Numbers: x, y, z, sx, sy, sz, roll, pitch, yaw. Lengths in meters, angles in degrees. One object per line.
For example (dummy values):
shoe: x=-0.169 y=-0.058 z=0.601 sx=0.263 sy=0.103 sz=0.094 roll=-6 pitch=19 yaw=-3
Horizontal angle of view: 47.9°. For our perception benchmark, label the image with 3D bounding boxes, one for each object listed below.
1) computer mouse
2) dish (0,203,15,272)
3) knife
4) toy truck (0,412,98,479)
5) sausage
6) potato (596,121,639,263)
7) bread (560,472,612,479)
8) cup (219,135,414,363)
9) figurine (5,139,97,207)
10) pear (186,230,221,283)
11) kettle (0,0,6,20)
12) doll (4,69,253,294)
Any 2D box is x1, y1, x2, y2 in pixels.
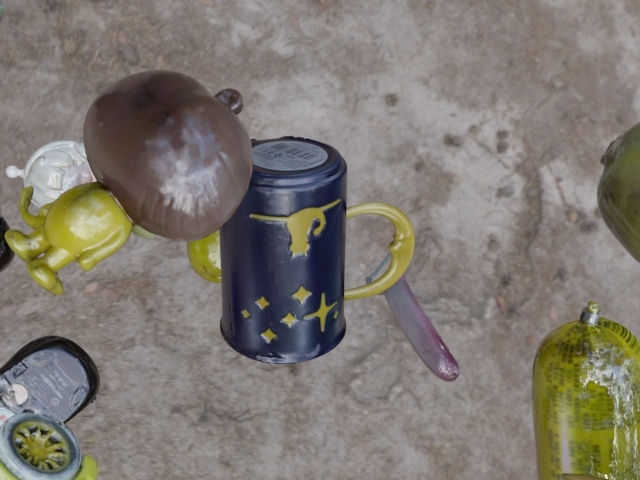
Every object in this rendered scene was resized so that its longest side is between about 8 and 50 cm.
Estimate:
computer mouse: x=-0.433 y=0.239 z=1.046 sx=0.233 sy=0.096 sz=0.137 roll=-36 pitch=105 yaw=-15
dish: x=-0.661 y=0.011 z=1.394 sx=0.134 sy=0.273 sz=0.273 roll=18 pitch=71 yaw=-8
knife: x=0.131 y=0.112 z=1.110 sx=0.053 sy=0.123 sz=0.278 roll=16 pitch=30 yaw=-28
toy truck: x=-0.236 y=0.138 z=0.309 sx=0.272 sy=0.157 sz=0.124 roll=31 pitch=110 yaw=-33
sausage: x=0.294 y=0.230 z=0.776 sx=0.123 sy=0.123 sz=0.346 roll=-16 pitch=105 yaw=-33
potato: x=0.531 y=-0.050 z=0.931 sx=0.221 sy=0.327 sz=0.243 roll=65 pitch=31 yaw=-61
bread: x=0.272 y=0.306 z=0.488 sx=0.211 sy=0.224 sz=0.183 roll=12 pitch=104 yaw=0
cup: x=-0.019 y=-0.006 z=0.971 sx=0.255 sy=0.178 sz=0.256 roll=-22 pitch=126 yaw=-39
figurine: x=-0.387 y=-0.113 z=1.223 sx=0.257 sy=0.182 sz=0.144 roll=-2 pitch=59 yaw=-41
pear: x=-0.201 y=0.010 z=1.472 sx=0.149 sy=0.149 sz=0.162 roll=15 pitch=59 yaw=-29
kettle: x=-0.387 y=-0.294 z=0.624 sx=0.160 sy=0.210 sz=0.243 roll=-39 pitch=65 yaw=1
doll: x=-0.135 y=-0.048 z=0.519 sx=0.188 sy=0.096 sz=0.145 roll=-24 pitch=56 yaw=2
